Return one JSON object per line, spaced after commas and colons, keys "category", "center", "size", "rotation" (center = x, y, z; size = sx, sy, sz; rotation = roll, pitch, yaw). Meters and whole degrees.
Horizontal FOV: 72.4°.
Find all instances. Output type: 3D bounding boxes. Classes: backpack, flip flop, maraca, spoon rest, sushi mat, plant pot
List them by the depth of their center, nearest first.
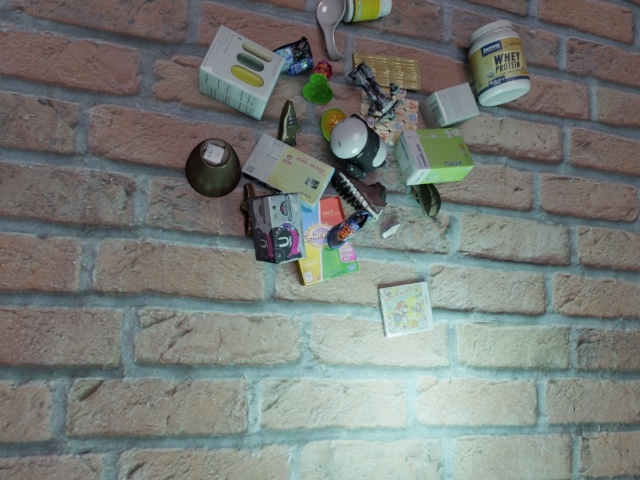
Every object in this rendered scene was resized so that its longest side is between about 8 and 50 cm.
{"category": "plant pot", "center": [-0.391, -0.286, 1.610], "size": [0.215, 0.230, 0.216], "rotation": [2, 83, -15]}
{"category": "backpack", "center": [-0.122, -0.736, 1.782], "size": [0.173, 0.158, 0.117], "rotation": [-19, 103, -2]}
{"category": "maraca", "center": [0.068, -0.460, 1.831], "size": [0.127, 0.099, 0.186], "rotation": [-29, 116, -14]}
{"category": "spoon rest", "center": [0.050, -0.923, 1.874], "size": [0.137, 0.084, 0.277], "rotation": [-6, 86, 23]}
{"category": "flip flop", "center": [0.436, -0.221, 1.915], "size": [0.112, 0.080, 0.277], "rotation": [-15, 71, -27]}
{"category": "sushi mat", "center": [0.298, -0.754, 1.953], "size": [0.316, 0.019, 0.152], "rotation": [1, 77, -13]}

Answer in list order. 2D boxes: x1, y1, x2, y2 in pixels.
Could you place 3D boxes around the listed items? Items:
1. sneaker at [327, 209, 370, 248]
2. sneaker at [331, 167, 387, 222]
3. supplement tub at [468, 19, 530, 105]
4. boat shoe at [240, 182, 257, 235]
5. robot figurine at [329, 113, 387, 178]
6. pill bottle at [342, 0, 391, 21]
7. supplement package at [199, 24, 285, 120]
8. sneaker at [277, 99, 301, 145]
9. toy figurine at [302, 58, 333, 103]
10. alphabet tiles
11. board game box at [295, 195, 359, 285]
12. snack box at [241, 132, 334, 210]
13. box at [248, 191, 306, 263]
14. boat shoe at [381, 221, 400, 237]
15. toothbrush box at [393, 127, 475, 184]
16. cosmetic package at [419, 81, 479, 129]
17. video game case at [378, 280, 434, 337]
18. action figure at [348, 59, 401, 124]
{"category": "sneaker", "center": [0.112, -0.052, 1.728], "size": [0.221, 0.087, 0.083], "rotation": [-45, 95, -16]}
{"category": "sneaker", "center": [0.174, -0.222, 1.839], "size": [0.281, 0.106, 0.162], "rotation": [50, 65, -12]}
{"category": "supplement tub", "center": [0.812, -0.807, 2.007], "size": [0.228, 0.228, 0.317], "rotation": [-11, 86, -16]}
{"category": "boat shoe", "center": [-0.276, -0.122, 1.703], "size": [0.073, 0.073, 0.207], "rotation": [-11, 87, -22]}
{"category": "robot figurine", "center": [0.156, -0.380, 1.772], "size": [0.173, 0.209, 0.278], "rotation": [-46, 142, 18]}
{"category": "pill bottle", "center": [0.198, -1.032, 1.921], "size": [0.208, 0.119, 0.119], "rotation": [-14, 87, -16]}
{"category": "supplement package", "center": [-0.306, -0.638, 1.692], "size": [0.262, 0.198, 0.200], "rotation": [24, 77, -12]}
{"category": "sneaker", "center": [-0.120, -0.476, 1.801], "size": [0.086, 0.064, 0.192], "rotation": [18, 71, -31]}
{"category": "toy figurine", "center": [0.002, -0.687, 1.817], "size": [0.129, 0.173, 0.159], "rotation": [9, 67, 3]}
{"category": "alphabet tiles", "center": [0.308, -0.566, 1.947], "size": [0.277, 0.021, 0.285], "rotation": [7, 81, -15]}
{"category": "board game box", "center": [0.000, 0.000, 1.770], "size": [0.242, 0.064, 0.317], "rotation": [-15, 88, -17]}
{"category": "snack box", "center": [-0.127, -0.271, 1.733], "size": [0.321, 0.060, 0.187], "rotation": [27, 76, 3]}
{"category": "box", "center": [-0.163, -0.048, 1.639], "size": [0.142, 0.163, 0.248], "rotation": [-13, 100, -35]}
{"category": "boat shoe", "center": [0.305, -0.044, 1.880], "size": [0.100, 0.035, 0.035], "rotation": [-34, 120, -20]}
{"category": "toothbrush box", "center": [0.486, -0.364, 1.885], "size": [0.282, 0.122, 0.207], "rotation": [-7, 66, -21]}
{"category": "cosmetic package", "center": [0.572, -0.587, 1.954], "size": [0.183, 0.151, 0.152], "rotation": [-19, 89, -16]}
{"category": "video game case", "center": [0.365, 0.290, 1.857], "size": [0.226, 0.026, 0.207], "rotation": [-7, 85, -16]}
{"category": "action figure", "center": [0.240, -0.623, 1.869], "size": [0.285, 0.099, 0.185], "rotation": [46, 71, -13]}
